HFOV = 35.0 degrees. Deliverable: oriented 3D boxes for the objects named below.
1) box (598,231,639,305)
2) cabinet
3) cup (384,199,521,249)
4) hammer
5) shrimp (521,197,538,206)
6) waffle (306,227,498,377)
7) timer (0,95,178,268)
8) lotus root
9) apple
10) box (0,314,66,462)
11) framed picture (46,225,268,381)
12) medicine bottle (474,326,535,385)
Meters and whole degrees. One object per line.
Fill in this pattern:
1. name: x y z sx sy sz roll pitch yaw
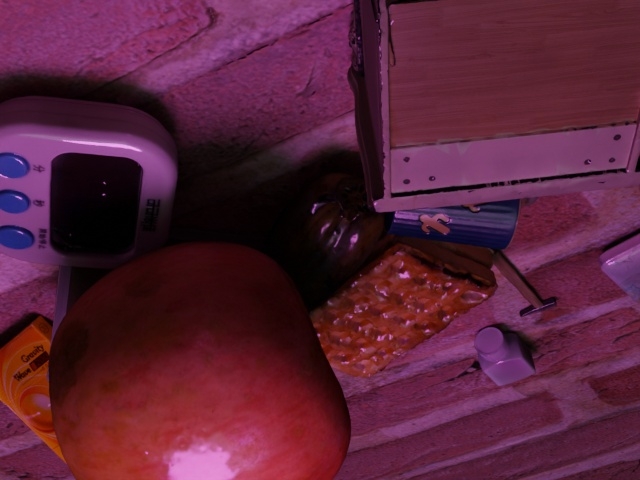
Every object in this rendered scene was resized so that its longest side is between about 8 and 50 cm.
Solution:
1. box: 0.548 0.058 1.566 0.142 0.044 0.285 -32 137 24
2. cabinet: 0.170 -0.225 0.981 0.289 0.228 0.318 -6 141 1
3. cup: 0.164 -0.076 1.274 0.155 0.131 0.177 2 113 -5
4. hammer: 0.299 0.065 1.559 0.062 0.013 0.199 -25 139 22
5. shrimp: 0.323 -0.104 1.319 0.166 0.049 0.161 -6 143 -14
6. waffle: 0.087 0.083 1.489 0.212 0.091 0.308 22 136 -34
7. timer: -0.297 -0.067 1.230 0.236 0.087 0.262 4 143 -13
8. lotus root: 0.000 0.000 1.338 0.124 0.123 0.241 32 138 -8
9. apple: -0.155 0.185 1.237 0.363 0.364 0.364 -4 143 -3
10. box: -0.390 0.254 1.565 0.152 0.043 0.269 -36 103 23
11. framed picture: -0.216 0.092 1.400 0.296 0.019 0.232 7 98 -17
12. medicine bottle: 0.303 0.191 1.692 0.074 0.055 0.118 -23 141 22
